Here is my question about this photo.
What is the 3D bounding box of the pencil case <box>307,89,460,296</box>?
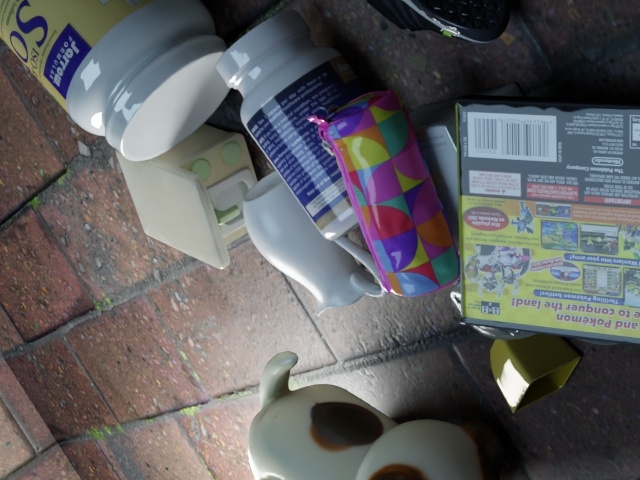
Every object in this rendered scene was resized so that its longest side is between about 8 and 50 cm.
[{"bbox_3d":[0.074,-0.051,1.545,0.104,0.104,0.236,-2,116,56],"label":"pencil case"}]

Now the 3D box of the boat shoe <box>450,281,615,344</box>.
[{"bbox_3d":[0.280,0.046,1.585,0.118,0.103,0.320,51,150,-17],"label":"boat shoe"}]

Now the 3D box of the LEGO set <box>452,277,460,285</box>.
[{"bbox_3d":[0.176,0.048,1.803,0.083,0.023,0.054,38,145,28],"label":"LEGO set"}]

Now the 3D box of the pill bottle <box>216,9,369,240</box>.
[{"bbox_3d":[-0.005,-0.145,1.748,0.264,0.153,0.153,54,150,2],"label":"pill bottle"}]

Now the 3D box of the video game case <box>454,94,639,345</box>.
[{"bbox_3d":[0.271,-0.021,1.438,0.275,0.035,0.248,5,107,29],"label":"video game case"}]

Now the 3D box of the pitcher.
[{"bbox_3d":[0.000,0.000,1.921,0.178,0.125,0.207,-12,119,53],"label":"pitcher"}]

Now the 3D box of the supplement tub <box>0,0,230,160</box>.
[{"bbox_3d":[-0.296,-0.295,1.932,0.331,0.241,0.241,47,149,15],"label":"supplement tub"}]

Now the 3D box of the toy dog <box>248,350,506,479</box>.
[{"bbox_3d":[0.092,0.343,2.017,0.408,0.285,0.395,-1,100,54],"label":"toy dog"}]

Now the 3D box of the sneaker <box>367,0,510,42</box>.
[{"bbox_3d":[0.120,-0.270,1.550,0.235,0.084,0.097,35,168,33],"label":"sneaker"}]

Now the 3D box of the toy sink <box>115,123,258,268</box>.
[{"bbox_3d":[-0.174,-0.077,2.079,0.234,0.131,0.152,21,136,51],"label":"toy sink"}]

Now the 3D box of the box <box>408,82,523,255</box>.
[{"bbox_3d":[0.166,-0.066,1.614,0.181,0.119,0.182,-8,113,57],"label":"box"}]

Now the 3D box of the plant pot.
[{"bbox_3d":[0.255,0.147,1.735,0.083,0.081,0.081,54,152,25],"label":"plant pot"}]
